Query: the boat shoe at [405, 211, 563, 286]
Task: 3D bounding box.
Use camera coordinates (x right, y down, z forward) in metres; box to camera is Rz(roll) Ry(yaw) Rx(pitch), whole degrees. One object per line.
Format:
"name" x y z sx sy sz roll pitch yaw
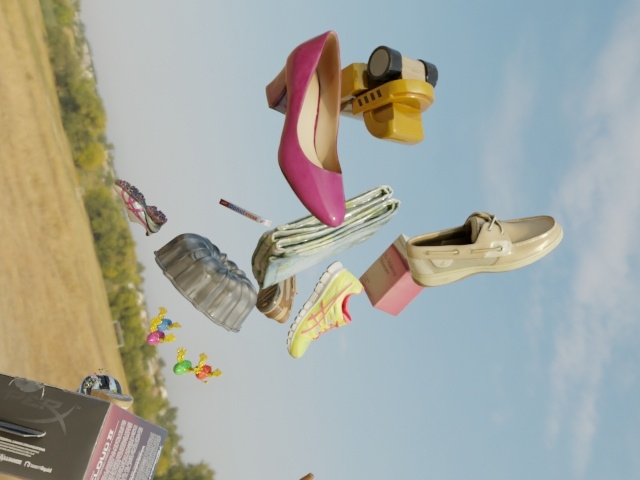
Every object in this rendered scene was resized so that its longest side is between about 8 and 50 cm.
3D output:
"boat shoe" 0.313 0.000 1.202 0.109 0.302 0.098 -99 172 -62

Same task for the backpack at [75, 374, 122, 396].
"backpack" -0.653 0.482 1.816 0.116 0.158 0.174 -26 -116 33

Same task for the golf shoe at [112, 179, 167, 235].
"golf shoe" -0.531 -0.093 1.794 0.186 0.086 0.067 46 11 -5

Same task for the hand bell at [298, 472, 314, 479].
"hand bell" -0.107 0.805 1.927 0.126 0.242 0.126 41 2 -1

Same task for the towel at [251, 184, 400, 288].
"towel" 0.000 0.000 1.489 0.090 0.320 0.374 67 -15 7

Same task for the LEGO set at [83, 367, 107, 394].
"LEGO set" -0.600 0.365 1.656 0.083 0.054 0.024 -87 165 -50

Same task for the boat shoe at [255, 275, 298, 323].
"boat shoe" -0.139 0.160 2.132 0.120 0.122 0.324 50 28 -24

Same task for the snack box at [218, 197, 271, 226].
"snack box" -0.240 -0.089 1.995 0.178 0.064 0.022 25 -87 31

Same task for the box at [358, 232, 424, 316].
"box" 0.266 0.118 2.129 0.232 0.126 0.149 -49 -141 20

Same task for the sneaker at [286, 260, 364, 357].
"sneaker" 0.010 0.149 1.216 0.209 0.094 0.081 -59 170 10

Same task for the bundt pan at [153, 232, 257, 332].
"bundt pan" -0.304 0.101 1.767 0.331 0.124 0.331 45 1 -1

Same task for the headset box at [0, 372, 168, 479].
"headset box" -0.354 0.259 0.830 0.293 0.217 0.110 87 16 -66

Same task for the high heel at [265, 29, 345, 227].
"high heel" 0.006 -0.215 1.166 0.181 0.127 0.378 -38 -119 32

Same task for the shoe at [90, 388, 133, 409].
"shoe" -0.485 0.379 1.443 0.219 0.076 0.059 -15 -118 60

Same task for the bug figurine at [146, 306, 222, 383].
"bug figurine" -0.419 0.319 1.843 0.279 0.072 0.216 47 3 10

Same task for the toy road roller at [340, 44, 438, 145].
"toy road roller" 0.168 -0.374 1.766 0.329 0.202 0.241 -14 -105 49
